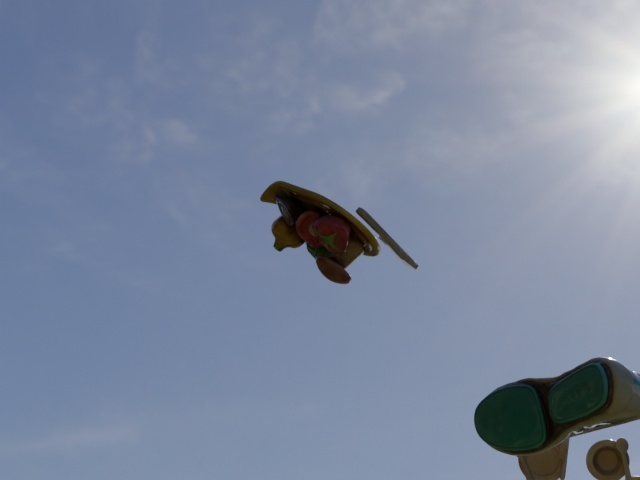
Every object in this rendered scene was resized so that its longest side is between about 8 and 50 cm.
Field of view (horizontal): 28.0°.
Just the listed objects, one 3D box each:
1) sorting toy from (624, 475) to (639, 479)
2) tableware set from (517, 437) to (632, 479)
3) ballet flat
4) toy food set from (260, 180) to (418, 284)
[{"bbox_3d":[0.451,0.428,1.690,0.307,0.229,0.041,-5,-20,32],"label":"sorting toy"},{"bbox_3d":[0.333,0.248,1.678,0.168,0.141,0.020,-5,-4,10],"label":"tableware set"},{"bbox_3d":[0.263,0.181,1.377,0.086,0.086,0.248,19,-23,-23],"label":"ballet flat"},{"bbox_3d":[0.000,0.000,1.572,0.218,0.071,0.128,20,-21,48],"label":"toy food set"}]
